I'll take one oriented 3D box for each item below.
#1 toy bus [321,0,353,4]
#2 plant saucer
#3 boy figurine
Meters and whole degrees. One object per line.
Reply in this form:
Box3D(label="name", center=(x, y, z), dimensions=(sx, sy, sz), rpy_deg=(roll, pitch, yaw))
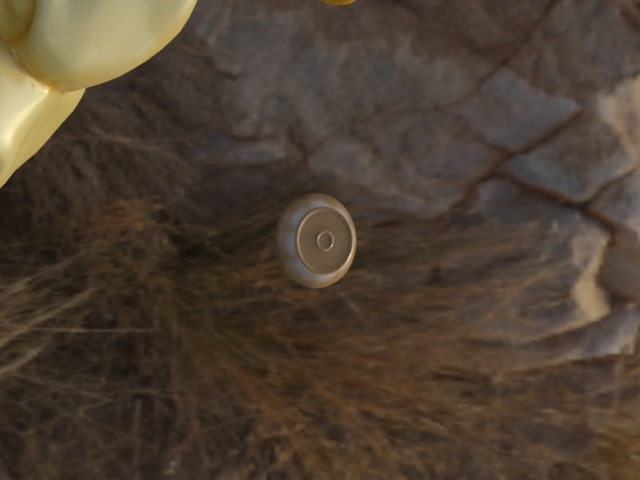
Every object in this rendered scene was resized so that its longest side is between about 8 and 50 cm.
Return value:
Box3D(label="toy bus", center=(0.008, -0.238, 0.987), dimensions=(0.333, 0.130, 0.108), rpy_deg=(-47, 155, -60))
Box3D(label="plant saucer", center=(0.000, 0.000, 1.293), dimensions=(0.083, 0.015, 0.083), rpy_deg=(1, 89, -31))
Box3D(label="boy figurine", center=(-0.165, -0.051, 0.612), dimensions=(0.092, 0.285, 0.177), rpy_deg=(50, 26, -4))
